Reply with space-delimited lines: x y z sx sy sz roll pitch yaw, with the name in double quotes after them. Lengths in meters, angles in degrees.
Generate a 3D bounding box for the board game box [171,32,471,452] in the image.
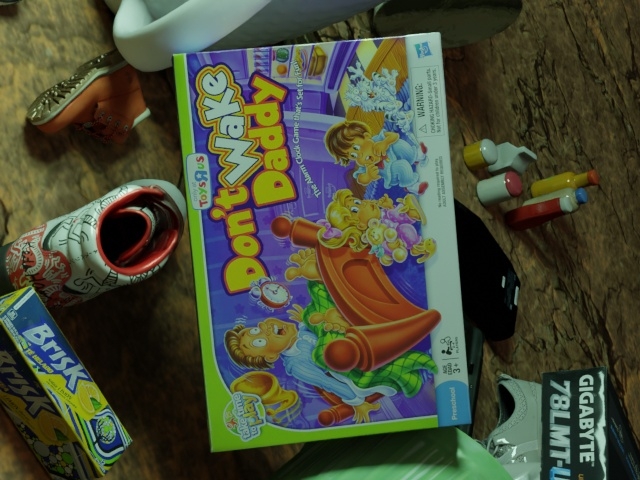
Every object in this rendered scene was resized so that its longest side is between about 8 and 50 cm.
0.000 0.000 1.215 0.078 0.233 0.347 -146 -129 -82 "board game box"

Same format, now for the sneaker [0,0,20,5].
-0.310 -0.259 1.240 0.135 0.058 0.052 30 52 -46 "sneaker"

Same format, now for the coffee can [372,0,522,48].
0.158 -0.426 1.857 0.201 0.202 0.275 18 61 -51 "coffee can"

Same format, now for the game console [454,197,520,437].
0.175 0.108 1.776 0.213 0.044 0.361 45 42 -32 "game console"

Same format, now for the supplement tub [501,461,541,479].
0.200 0.430 1.480 0.241 0.241 0.331 -17 89 -56 "supplement tub"

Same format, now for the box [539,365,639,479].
0.267 0.317 1.281 0.295 0.073 0.293 60 29 -46 "box"

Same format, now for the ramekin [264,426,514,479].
0.052 0.321 1.281 0.148 0.303 0.303 -25 96 -49 "ramekin"

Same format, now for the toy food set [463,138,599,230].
0.315 -0.085 2.008 0.232 0.105 0.111 28 53 -46 "toy food set"

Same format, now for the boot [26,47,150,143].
-0.217 -0.124 1.315 0.158 0.059 0.084 -46 118 -54 "boot"

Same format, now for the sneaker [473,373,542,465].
0.239 0.300 1.758 0.115 0.105 0.281 25 52 -5 "sneaker"

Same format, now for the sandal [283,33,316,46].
-0.023 -0.194 1.636 0.072 0.049 0.180 20 44 -56 "sandal"

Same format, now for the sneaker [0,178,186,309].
-0.165 -0.009 1.251 0.270 0.145 0.090 -29 99 -56 "sneaker"

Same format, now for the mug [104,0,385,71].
-0.080 -0.301 1.345 0.276 0.328 0.374 51 39 -28 "mug"

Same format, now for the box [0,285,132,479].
-0.235 0.126 1.165 0.169 0.059 0.054 60 34 -17 "box"
